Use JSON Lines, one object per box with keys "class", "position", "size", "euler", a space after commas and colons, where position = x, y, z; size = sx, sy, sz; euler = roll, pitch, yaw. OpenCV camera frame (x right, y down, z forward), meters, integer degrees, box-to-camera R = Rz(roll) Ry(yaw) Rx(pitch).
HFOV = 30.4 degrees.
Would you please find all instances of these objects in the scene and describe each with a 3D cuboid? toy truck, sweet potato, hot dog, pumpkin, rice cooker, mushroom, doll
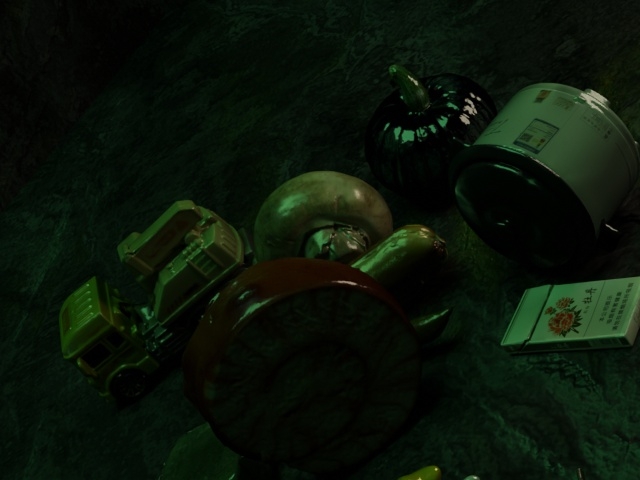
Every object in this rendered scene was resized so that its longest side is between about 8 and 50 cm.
{"class": "toy truck", "position": [-0.305, 0.105, 2.202], "size": [0.405, 0.254, 0.181], "euler": [-38, 31, 9]}
{"class": "sweet potato", "position": [0.100, 0.158, 1.797], "size": [0.273, 0.067, 0.067], "euler": [-26, 29, 38]}
{"class": "hot dog", "position": [0.060, 0.098, 1.896], "size": [0.337, 0.135, 0.100], "euler": [-36, 71, 11]}
{"class": "pumpkin", "position": [0.182, -0.204, 2.061], "size": [0.248, 0.248, 0.248], "euler": [-30, 28, 18]}
{"class": "rice cooker", "position": [0.320, -0.084, 1.710], "size": [0.280, 0.241, 0.227], "euler": [33, 62, 15]}
{"class": "mushroom", "position": [0.000, 0.000, 1.993], "size": [0.254, 0.255, 0.184], "euler": [-36, 55, 7]}
{"class": "doll", "position": [0.141, 0.333, 1.481], "size": [0.135, 0.071, 0.113], "euler": [-29, 36, 9]}

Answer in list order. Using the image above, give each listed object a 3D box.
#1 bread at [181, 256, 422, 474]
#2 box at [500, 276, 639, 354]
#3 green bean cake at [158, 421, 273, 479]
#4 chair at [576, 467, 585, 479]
{"class": "bread", "position": [-0.018, 0.170, 1.624], "size": [0.295, 0.327, 0.114], "euler": [-57, 30, 11]}
{"class": "box", "position": [0.348, 0.103, 1.608], "size": [0.198, 0.029, 0.109], "euler": [-9, 39, 44]}
{"class": "green bean cake", "position": [-0.160, 0.356, 1.787], "size": [0.185, 0.094, 0.183], "euler": [-28, 29, 23]}
{"class": "chair", "position": [0.315, 0.343, 1.214], "size": [0.095, 0.104, 0.222], "euler": [-10, 33, 16]}
